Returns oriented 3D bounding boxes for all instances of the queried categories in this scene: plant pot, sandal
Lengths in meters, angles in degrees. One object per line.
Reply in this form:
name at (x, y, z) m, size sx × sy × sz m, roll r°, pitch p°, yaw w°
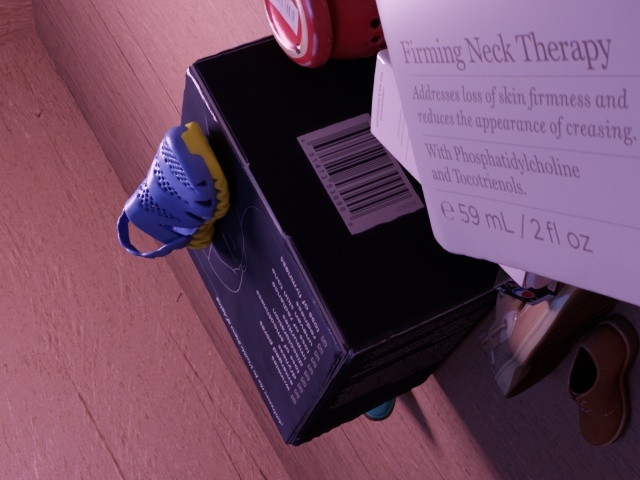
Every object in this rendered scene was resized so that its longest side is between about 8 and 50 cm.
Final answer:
plant pot at (0.023, -0.329, 1.375) m, size 0.191 × 0.174 × 0.191 m, roll 54°, pitch 158°, yaw 33°
sandal at (-0.217, -0.055, 1.478) m, size 0.126 × 0.138 × 0.317 m, roll 63°, pitch 157°, yaw 19°

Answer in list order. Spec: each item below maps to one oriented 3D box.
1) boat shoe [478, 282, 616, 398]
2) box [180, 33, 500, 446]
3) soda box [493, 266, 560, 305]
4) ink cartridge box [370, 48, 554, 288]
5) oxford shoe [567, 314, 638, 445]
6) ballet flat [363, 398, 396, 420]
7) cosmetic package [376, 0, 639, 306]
boat shoe at (0.265, 0.093, 1.288) m, size 0.110 × 0.122 × 0.341 m, roll 58°, pitch 159°, yaw 21°
box at (0.000, 0.000, 1.594) m, size 0.480 × 0.297 × 0.472 m, roll 61°, pitch 157°, yaw 17°
soda box at (0.251, -0.015, 1.159) m, size 0.053 × 0.169 × 0.060 m, roll 25°, pitch 160°, yaw -8°
ink cartridge box at (0.215, -0.109, 1.077) m, size 0.283 × 0.207 × 0.117 m, roll 50°, pitch 152°, yaw 36°
oxford shoe at (0.336, 0.186, 1.279) m, size 0.076 × 0.076 × 0.212 m, roll 43°, pitch 150°, yaw 44°
ballet flat at (0.074, 0.203, 1.937) m, size 0.096 × 0.095 × 0.280 m, roll 113°, pitch 142°, yaw -75°
cosmetic package at (0.249, -0.203, 0.724) m, size 0.329 × 0.327 × 0.393 m, roll 19°, pitch 128°, yaw 64°
